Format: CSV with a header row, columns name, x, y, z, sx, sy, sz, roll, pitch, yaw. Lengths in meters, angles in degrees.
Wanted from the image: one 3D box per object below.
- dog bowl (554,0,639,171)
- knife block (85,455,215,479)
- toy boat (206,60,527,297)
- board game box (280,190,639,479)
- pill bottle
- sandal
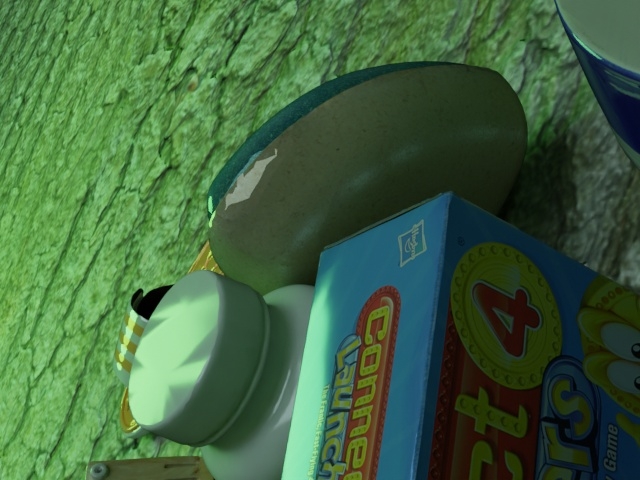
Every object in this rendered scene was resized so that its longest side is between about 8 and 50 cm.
name,x,y,z,sx,sy,sz,roll,pitch,yaw
dog bowl,0.258,-0.142,0.684,0.264,0.104,0.265,-20,44,20
knife block,-0.102,0.270,1.083,0.275,0.242,0.088,-5,51,5
toy boat,-0.003,-0.002,0.966,0.148,0.267,0.318,47,129,27
board game box,0.119,0.181,0.545,0.086,0.301,0.308,-26,47,48
pill bottle,0.010,0.109,0.837,0.136,0.245,0.136,-39,38,38
sandal,-0.150,0.064,1.311,0.265,0.076,0.102,-61,29,5
